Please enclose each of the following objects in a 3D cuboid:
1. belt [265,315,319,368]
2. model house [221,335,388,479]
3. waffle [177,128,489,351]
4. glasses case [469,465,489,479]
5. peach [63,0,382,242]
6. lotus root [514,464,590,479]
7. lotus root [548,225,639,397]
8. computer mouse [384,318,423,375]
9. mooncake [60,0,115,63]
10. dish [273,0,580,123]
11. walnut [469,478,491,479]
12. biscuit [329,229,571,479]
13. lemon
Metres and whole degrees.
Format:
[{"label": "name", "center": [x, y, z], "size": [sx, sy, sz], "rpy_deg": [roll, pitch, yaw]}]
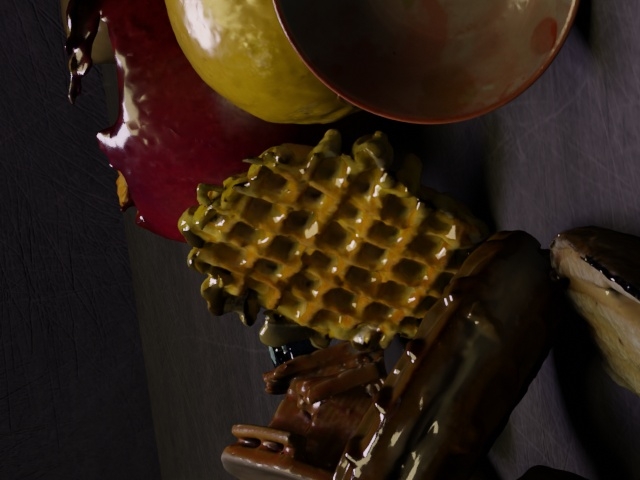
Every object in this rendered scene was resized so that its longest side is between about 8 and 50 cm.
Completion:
[{"label": "belt", "center": [-0.036, 0.150, 2.671], "size": [0.105, 0.058, 0.140], "rpy_deg": [97, 156, -45]}, {"label": "model house", "center": [0.015, 0.205, 2.290], "size": [0.229, 0.219, 0.199], "rpy_deg": [-61, -13, -22]}, {"label": "waffle", "center": [0.005, 0.005, 1.948], "size": [0.329, 0.329, 0.062], "rpy_deg": [95, -175, -50]}, {"label": "glasses case", "center": [0.133, 0.247, 2.084], "size": [0.079, 0.064, 0.234], "rpy_deg": [30, -160, -39]}, {"label": "peach", "center": [-0.119, -0.207, 2.110], "size": [0.416, 0.353, 0.339], "rpy_deg": [51, 165, 19]}, {"label": "lotus root", "center": [0.228, 0.296, 1.682], "size": [0.241, 0.124, 0.123], "rpy_deg": [-119, 21, -47]}, {"label": "lotus root", "center": [0.275, 0.071, 1.431], "size": [0.167, 0.078, 0.329], "rpy_deg": [59, 173, -26]}, {"label": "computer mouse", "center": [0.118, 0.142, 2.061], "size": [0.217, 0.073, 0.122], "rpy_deg": [-110, 17, -49]}, {"label": "mooncake", "center": [-0.224, -0.462, 2.457], "size": [0.467, 0.262, 0.467], "rpy_deg": [168, 90, -77]}, {"label": "dish", "center": [0.091, -0.232, 1.604], "size": [0.085, 0.260, 0.260], "rpy_deg": [-55, -43, -69]}, {"label": "walnut", "center": [0.160, 0.327, 1.886], "size": [0.167, 0.167, 0.207], "rpy_deg": [94, 161, -48]}, {"label": "biscuit", "center": [0.112, 0.139, 1.675], "size": [0.103, 0.332, 0.332], "rpy_deg": [31, 152, 9]}, {"label": "lemon", "center": [-0.011, -0.255, 1.793], "size": [0.297, 0.297, 0.297], "rpy_deg": [167, 90, -75]}]
